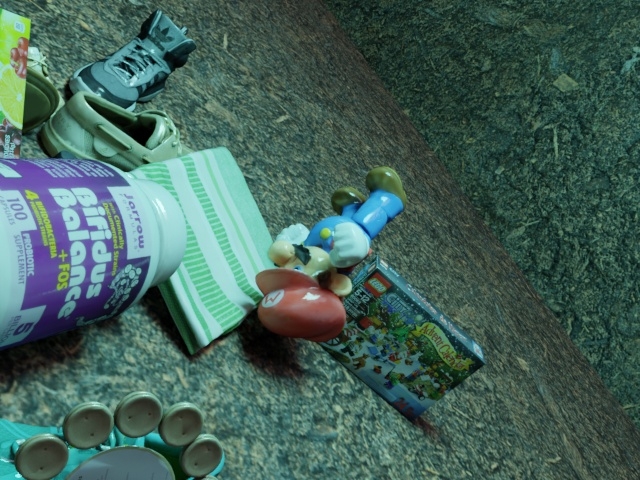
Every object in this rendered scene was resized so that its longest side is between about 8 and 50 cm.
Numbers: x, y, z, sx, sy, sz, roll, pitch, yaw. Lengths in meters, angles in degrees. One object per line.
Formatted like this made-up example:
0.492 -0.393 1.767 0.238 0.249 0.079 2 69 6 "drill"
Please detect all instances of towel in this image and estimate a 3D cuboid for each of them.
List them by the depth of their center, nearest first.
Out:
-0.145 -0.004 1.072 0.248 0.038 0.325 65 21 -3 "towel"

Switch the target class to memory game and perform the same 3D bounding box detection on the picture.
-0.159 0.201 0.604 0.186 0.186 0.012 30 0 -36 "memory game"

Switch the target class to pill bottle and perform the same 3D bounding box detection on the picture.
-0.261 0.006 0.749 0.169 0.169 0.301 51 22 11 "pill bottle"

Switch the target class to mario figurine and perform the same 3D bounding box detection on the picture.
0.000 0.000 1.107 0.170 0.198 0.320 23 45 12 "mario figurine"

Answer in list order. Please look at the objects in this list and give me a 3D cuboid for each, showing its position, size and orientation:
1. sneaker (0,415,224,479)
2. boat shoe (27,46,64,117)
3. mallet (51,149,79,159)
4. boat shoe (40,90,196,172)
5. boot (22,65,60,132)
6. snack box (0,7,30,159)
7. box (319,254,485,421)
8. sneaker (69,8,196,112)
-0.199 0.178 0.642 0.275 0.110 0.107 23 31 -45 "sneaker"
-0.406 -0.242 1.066 0.170 0.059 0.063 47 21 1 "boat shoe"
-0.276 -0.070 1.001 0.190 0.062 0.039 10 40 -57 "mallet"
-0.244 -0.131 1.119 0.302 0.098 0.109 18 35 -51 "boat shoe"
-0.463 -0.236 0.923 0.220 0.109 0.283 49 24 24 "boot"
-0.385 -0.143 0.772 0.174 0.070 0.207 13 77 -56 "snack box"
0.114 0.154 1.204 0.233 0.159 0.044 41 22 -13 "box"
-0.288 -0.284 1.235 0.101 0.153 0.268 43 21 -8 "sneaker"
